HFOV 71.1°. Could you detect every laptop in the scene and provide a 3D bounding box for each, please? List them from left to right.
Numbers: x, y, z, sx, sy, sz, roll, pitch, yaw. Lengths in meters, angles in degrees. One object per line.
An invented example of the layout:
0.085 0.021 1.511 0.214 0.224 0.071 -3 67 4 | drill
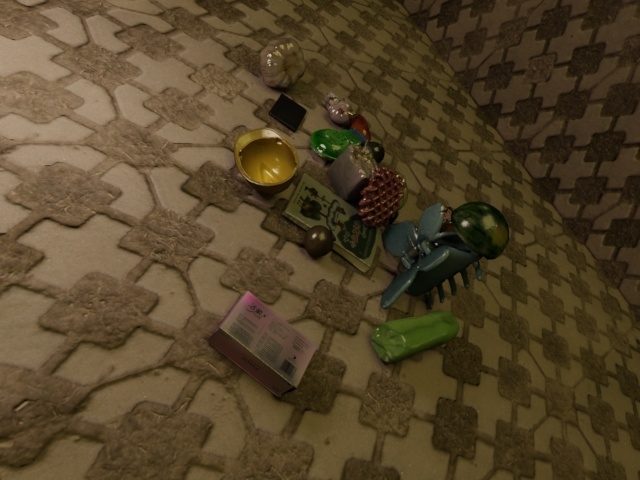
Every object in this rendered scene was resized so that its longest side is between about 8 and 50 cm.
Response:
-0.137 -0.542 1.894 0.135 0.016 0.197 33 41 -12 | laptop

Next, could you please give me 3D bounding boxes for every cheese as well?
0.083 -0.415 1.902 0.204 0.083 0.321 44 44 16 | cheese

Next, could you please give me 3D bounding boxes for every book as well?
0.054 -0.072 1.647 0.371 0.043 0.260 34 41 -12 | book

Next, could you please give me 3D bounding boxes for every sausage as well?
0.181 -0.512 2.070 0.089 0.089 0.179 6 56 -36 | sausage

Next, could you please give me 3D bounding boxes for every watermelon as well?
0.228 -0.387 1.984 0.105 0.105 0.133 53 20 9 | watermelon
0.545 -0.055 1.505 0.204 0.127 0.232 -21 70 -45 | watermelon

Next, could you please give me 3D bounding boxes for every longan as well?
0.000 0.000 1.498 0.119 0.106 0.106 -21 72 -29 | longan

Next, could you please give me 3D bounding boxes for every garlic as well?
-0.192 -0.764 1.936 0.219 0.218 0.212 -3 23 -40 | garlic

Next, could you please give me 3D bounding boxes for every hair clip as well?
0.406 0.075 1.614 0.239 0.318 0.391 30 42 -20 | hair clip

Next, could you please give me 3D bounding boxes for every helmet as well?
-0.180 -0.245 1.528 0.205 0.140 0.256 -24 60 -14 | helmet

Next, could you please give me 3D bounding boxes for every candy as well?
0.135 -0.266 1.764 0.137 0.195 0.184 -5 66 -36 | candy
0.322 0.307 1.486 0.344 0.142 0.132 -5 48 -42 | candy

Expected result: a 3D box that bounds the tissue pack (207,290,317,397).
-0.146 0.269 1.172 0.246 0.092 0.148 40 43 -6 | tissue pack

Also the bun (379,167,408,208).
0.291 -0.228 1.898 0.223 0.127 0.222 24 45 -26 | bun

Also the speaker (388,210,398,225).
0.261 -0.104 1.816 0.095 0.075 0.060 19 47 -14 | speaker

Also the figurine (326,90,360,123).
0.085 -0.602 2.054 0.138 0.112 0.228 10 40 -38 | figurine

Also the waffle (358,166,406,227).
0.234 -0.156 1.695 0.221 0.234 0.056 22 5 -46 | waffle

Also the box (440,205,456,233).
0.536 -0.067 1.956 0.151 0.151 0.135 20 40 -26 | box
